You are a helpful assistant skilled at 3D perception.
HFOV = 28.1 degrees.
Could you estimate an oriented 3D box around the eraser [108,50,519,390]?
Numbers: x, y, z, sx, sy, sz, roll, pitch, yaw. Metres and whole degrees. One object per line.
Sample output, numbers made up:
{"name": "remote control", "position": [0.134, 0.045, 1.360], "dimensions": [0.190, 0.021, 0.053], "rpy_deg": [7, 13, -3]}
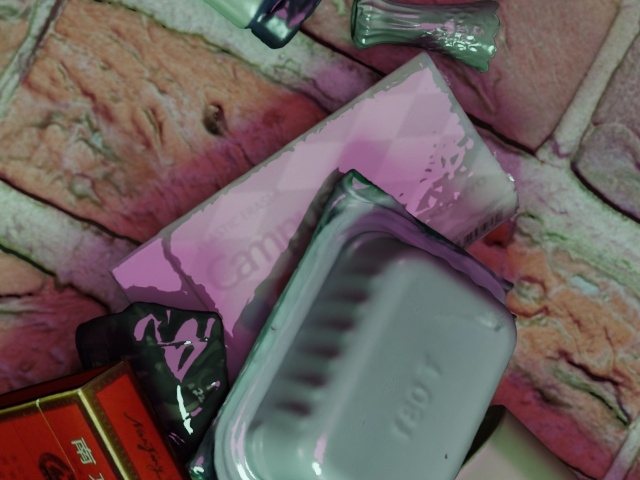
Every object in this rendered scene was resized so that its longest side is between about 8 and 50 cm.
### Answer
{"name": "eraser", "position": [0.000, 0.000, 1.325], "dimensions": [0.397, 0.082, 0.213], "rpy_deg": [-35, 99, -7]}

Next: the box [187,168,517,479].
{"name": "box", "position": [0.068, 0.138, 1.225], "dimensions": [0.264, 0.106, 0.336], "rpy_deg": [33, 74, -23]}

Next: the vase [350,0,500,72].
{"name": "vase", "position": [0.107, -0.224, 1.339], "dimensions": [0.149, 0.081, 0.081], "rpy_deg": [6, 92, -9]}

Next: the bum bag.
{"name": "bum bag", "position": [-0.124, 0.206, 1.248], "dimensions": [0.144, 0.095, 0.340], "rpy_deg": [-10, 113, 16]}

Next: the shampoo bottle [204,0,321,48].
{"name": "shampoo bottle", "position": [-0.145, -0.349, 1.282], "dimensions": [0.359, 0.078, 0.134], "rpy_deg": [38, 80, -10]}

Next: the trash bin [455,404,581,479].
{"name": "trash bin", "position": [0.200, 0.338, 1.366], "dimensions": [0.243, 0.121, 0.247], "rpy_deg": [-44, 97, -6]}

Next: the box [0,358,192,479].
{"name": "box", "position": [-0.238, 0.210, 1.218], "dimensions": [0.074, 0.240, 0.153], "rpy_deg": [-29, 97, -46]}
